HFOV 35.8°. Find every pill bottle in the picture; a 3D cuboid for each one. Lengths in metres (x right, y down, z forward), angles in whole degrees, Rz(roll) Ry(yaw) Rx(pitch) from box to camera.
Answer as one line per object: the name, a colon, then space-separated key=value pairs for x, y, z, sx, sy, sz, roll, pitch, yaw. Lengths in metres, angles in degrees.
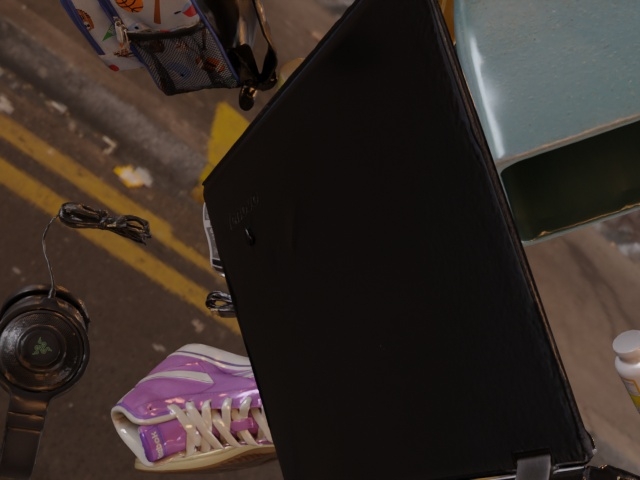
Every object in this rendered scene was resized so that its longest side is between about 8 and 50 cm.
pill bottle: x=0.296 y=0.122 z=0.902 sx=0.083 sy=0.043 sz=0.043 roll=58 pitch=16 yaw=-24

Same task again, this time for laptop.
laptop: x=0.122 y=0.081 z=0.658 sx=0.408 sy=0.382 sz=0.236 roll=23 pitch=67 yaw=-15

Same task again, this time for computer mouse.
computer mouse: x=-0.127 y=0.019 z=1.462 sx=0.042 sy=0.106 sz=0.192 roll=-13 pitch=98 yaw=-65

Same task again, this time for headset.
headset: x=-0.362 y=0.143 z=1.387 sx=0.185 sy=0.394 sz=0.243 roll=11 pitch=7 yaw=-15

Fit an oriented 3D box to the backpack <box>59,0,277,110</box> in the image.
backpack: x=-0.159 y=-0.311 z=1.027 sx=0.263 sy=0.213 sz=0.276 roll=71 pitch=16 yaw=-59

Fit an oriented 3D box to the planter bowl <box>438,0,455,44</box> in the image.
planter bowl: x=0.112 y=-0.312 z=1.371 sx=0.090 sy=0.217 sz=0.217 roll=31 pitch=16 yaw=26

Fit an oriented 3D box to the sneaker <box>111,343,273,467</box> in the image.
sneaker: x=-0.091 y=0.187 z=1.005 sx=0.161 sy=0.282 sz=0.102 roll=-33 pitch=115 yaw=-49

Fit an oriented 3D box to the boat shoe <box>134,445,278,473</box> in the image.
boat shoe: x=-0.103 y=0.247 z=1.338 sx=0.122 sy=0.341 sz=0.110 roll=25 pitch=52 yaw=-62

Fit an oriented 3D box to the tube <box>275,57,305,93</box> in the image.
tube: x=-0.038 y=-0.087 z=1.102 sx=0.062 sy=0.240 sz=0.070 roll=32 pitch=46 yaw=16

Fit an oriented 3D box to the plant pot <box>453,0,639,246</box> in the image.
plant pot: x=0.247 y=-0.173 z=0.923 sx=0.247 sy=0.248 sz=0.252 roll=45 pitch=28 yaw=-67
